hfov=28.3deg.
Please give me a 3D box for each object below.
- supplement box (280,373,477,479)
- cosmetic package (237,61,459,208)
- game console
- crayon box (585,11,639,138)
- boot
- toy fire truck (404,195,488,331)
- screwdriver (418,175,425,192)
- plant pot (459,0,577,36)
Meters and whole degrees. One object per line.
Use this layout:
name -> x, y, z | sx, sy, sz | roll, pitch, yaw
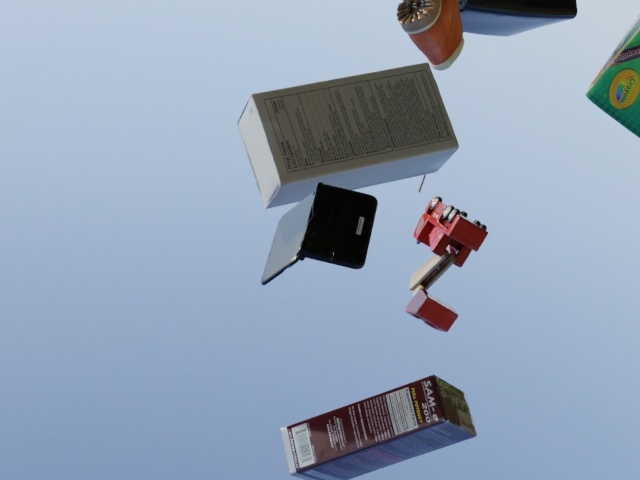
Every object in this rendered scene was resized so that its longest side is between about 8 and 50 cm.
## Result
supplement box -> 0.081, 0.267, 1.759 | 0.130, 0.239, 0.073 | 35, -142, -59
cosmetic package -> 0.043, -0.167, 2.001 | 0.310, 0.113, 0.160 | -12, -106, -19
game console -> 0.000, 0.000, 1.413 | 0.107, 0.071, 0.122 | 13, -138, 1
crayon box -> 0.368, -0.233, 1.187 | 0.081, 0.165, 0.278 | 37, -129, 2
boot -> 0.127, -0.253, 1.384 | 0.084, 0.059, 0.158 | 52, -143, -33
toy fire truck -> 0.143, 0.026, 1.537 | 0.047, 0.135, 0.192 | 30, -175, -14
screwdriver -> 0.199, -0.138, 2.295 | 0.025, 0.024, 0.170 | 31, -136, -15
plant pot -> 0.239, -0.392, 1.832 | 0.167, 0.187, 0.188 | -11, -86, -24
